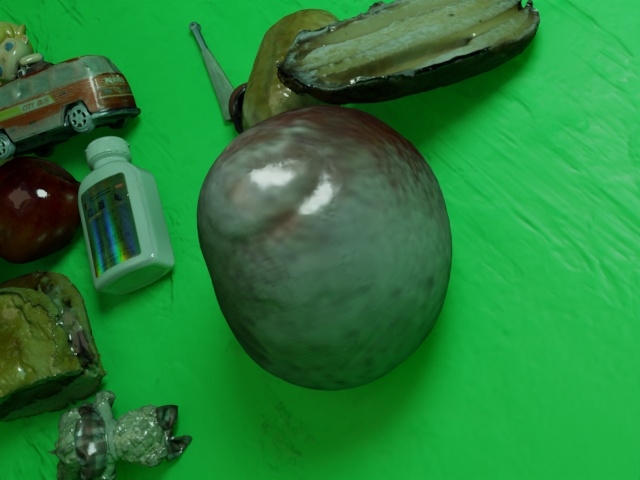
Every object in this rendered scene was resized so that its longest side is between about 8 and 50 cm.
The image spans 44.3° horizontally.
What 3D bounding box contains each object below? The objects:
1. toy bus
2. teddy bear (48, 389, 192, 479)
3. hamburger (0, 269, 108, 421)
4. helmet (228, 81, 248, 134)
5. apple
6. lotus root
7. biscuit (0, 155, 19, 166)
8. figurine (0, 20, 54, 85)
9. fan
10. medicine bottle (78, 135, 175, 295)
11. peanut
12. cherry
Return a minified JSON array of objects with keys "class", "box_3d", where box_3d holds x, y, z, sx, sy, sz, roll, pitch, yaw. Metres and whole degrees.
[{"class":"toy bus","box_3d":[-0.416,-0.207,1.229,0.265,0.121,0.120,-14,94,22]},{"class":"teddy bear","box_3d":[-0.296,0.271,1.074,0.213,0.111,0.133,-15,75,25]},{"class":"hamburger","box_3d":[-0.462,0.156,1.173,0.308,0.132,0.211,-24,67,19]},{"class":"helmet","box_3d":[-0.105,-0.187,1.123,0.049,0.065,0.084,25,108,52]},{"class":"apple","box_3d":[-0.451,-0.043,1.214,0.156,0.147,0.158,35,96,8]},{"class":"lotus root","box_3d":[0.107,-0.220,0.945,0.329,0.078,0.167,-21,46,-17]},{"class":"biscuit","box_3d":[-0.592,-0.105,1.359,0.273,0.036,0.187,30,92,30]},{"class":"figurine","box_3d":[-0.512,-0.292,1.331,0.196,0.108,0.114,37,125,22]},{"class":"fan","box_3d":[-0.159,-0.259,1.191,0.038,0.016,0.193,-31,67,14]},{"class":"medicine bottle","box_3d":[-0.296,-0.044,1.168,0.121,0.083,0.229,-27,66,22]},{"class":"peanut","box_3d":[-0.032,-0.210,1.053,0.129,0.129,0.224,6,80,28]},{"class":"cherry","box_3d":[0.000,0.013,0.882,0.291,0.335,0.326,-3,100,10]}]
